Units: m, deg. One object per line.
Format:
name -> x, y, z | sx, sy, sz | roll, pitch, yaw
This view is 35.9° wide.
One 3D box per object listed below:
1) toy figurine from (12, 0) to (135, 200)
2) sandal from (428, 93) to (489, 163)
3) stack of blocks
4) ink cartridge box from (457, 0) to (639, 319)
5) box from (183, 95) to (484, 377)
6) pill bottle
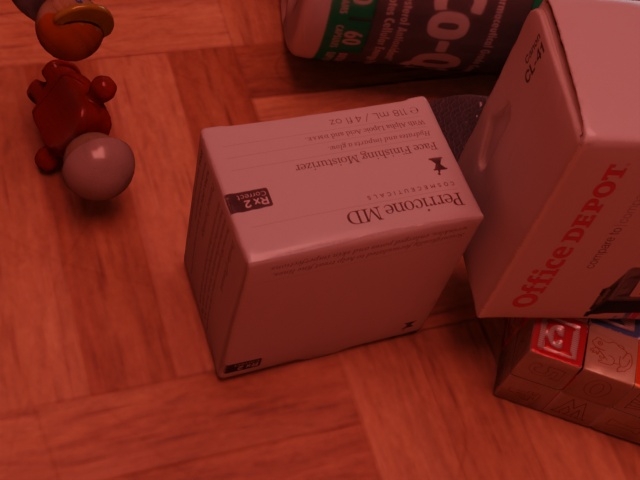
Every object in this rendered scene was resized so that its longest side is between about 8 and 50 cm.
toy figurine -> -0.254, -0.109, 0.751 | 0.213, 0.209, 0.148 | -19, 54, -22
sandal -> 0.204, -0.068, 0.906 | 0.254, 0.054, 0.097 | 14, 85, 15
stack of blocks -> 0.311, 0.087, 0.829 | 0.297, 0.087, 0.171 | 19, 55, 0
ink cartridge box -> 0.275, -0.045, 0.717 | 0.306, 0.226, 0.131 | 0, 56, -12
box -> 0.000, 0.000, 0.757 | 0.181, 0.182, 0.119 | -11, 61, -20
pill bottle -> 0.153, -0.262, 0.947 | 0.361, 0.204, 0.204 | 2, 58, -11
